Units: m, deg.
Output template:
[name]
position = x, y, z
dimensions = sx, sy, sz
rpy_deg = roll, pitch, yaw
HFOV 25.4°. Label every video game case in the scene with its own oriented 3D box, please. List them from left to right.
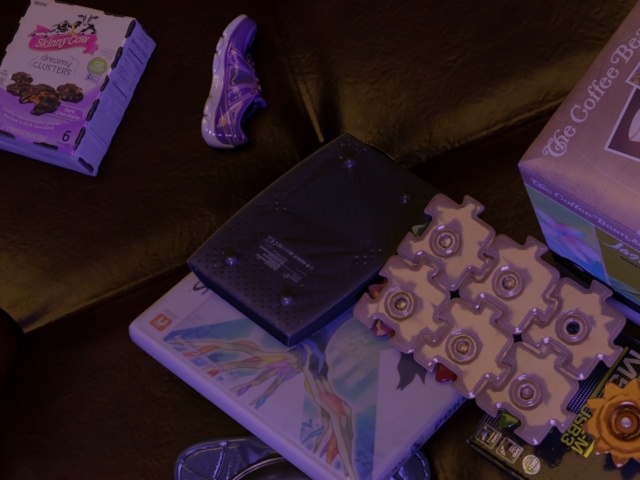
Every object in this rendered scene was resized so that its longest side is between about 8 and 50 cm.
[video game case]
position = 0.013, 0.091, 1.518
dimensions = 0.329, 0.036, 0.300
rpy_deg = 33, 60, 27

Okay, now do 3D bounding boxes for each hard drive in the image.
[hard drive]
position = 0.000, 0.000, 1.537
dimensions = 0.172, 0.054, 0.254
rpy_deg = 34, 59, 28

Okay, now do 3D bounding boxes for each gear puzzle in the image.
[gear puzzle]
position = 0.210, 0.101, 1.424
dimensions = 0.339, 0.044, 0.175
rpy_deg = 35, 91, 21

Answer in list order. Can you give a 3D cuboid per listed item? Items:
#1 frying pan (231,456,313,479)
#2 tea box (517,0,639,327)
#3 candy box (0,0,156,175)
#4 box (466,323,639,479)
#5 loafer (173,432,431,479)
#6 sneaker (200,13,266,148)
[frying pan]
position = -0.083, 0.349, 1.454
dimensions = 0.326, 0.053, 0.197
rpy_deg = -27, 92, 3
[tea box]
position = 0.389, -0.088, 1.365
dimensions = 0.220, 0.323, 0.329
rpy_deg = 33, 83, 27
[candy box]
position = -0.325, -0.198, 1.792
dimensions = 0.165, 0.070, 0.196
rpy_deg = 16, 75, 24
[box]
position = 0.277, 0.185, 1.446
dimensions = 0.184, 0.045, 0.191
rpy_deg = 34, 82, 29
[loafer]
position = -0.018, 0.233, 1.502
dimensions = 0.267, 0.084, 0.096
rpy_deg = 0, 94, 3
[sneaker]
position = -0.097, -0.191, 1.728
dimensions = 0.071, 0.068, 0.170
rpy_deg = 8, 79, 5
